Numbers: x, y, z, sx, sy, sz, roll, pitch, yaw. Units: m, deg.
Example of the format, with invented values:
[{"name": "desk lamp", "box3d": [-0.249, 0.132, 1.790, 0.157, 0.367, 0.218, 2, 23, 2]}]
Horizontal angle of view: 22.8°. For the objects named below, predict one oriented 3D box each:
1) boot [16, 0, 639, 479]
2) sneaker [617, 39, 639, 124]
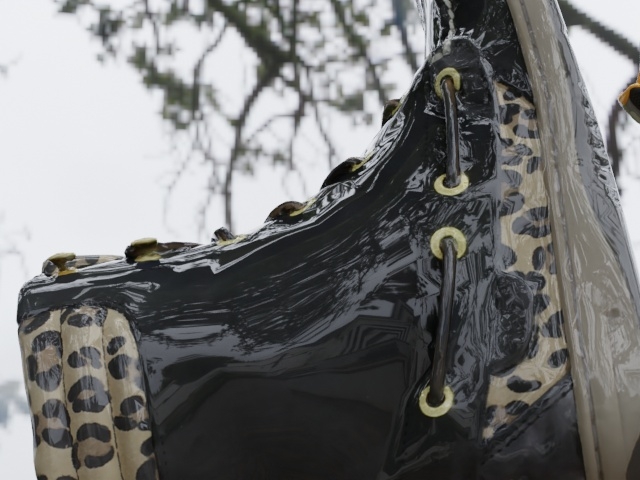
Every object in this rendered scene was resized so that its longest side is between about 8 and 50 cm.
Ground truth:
[{"name": "boot", "box3d": [0.000, 0.000, 0.791, 0.284, 0.377, 0.138, -13, -36, 4]}, {"name": "sneaker", "box3d": [0.333, -0.185, 1.427, 0.083, 0.215, 0.084, 27, -23, -11]}]
